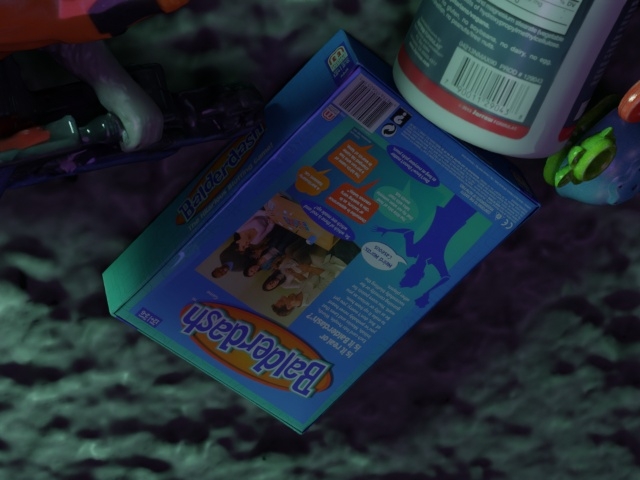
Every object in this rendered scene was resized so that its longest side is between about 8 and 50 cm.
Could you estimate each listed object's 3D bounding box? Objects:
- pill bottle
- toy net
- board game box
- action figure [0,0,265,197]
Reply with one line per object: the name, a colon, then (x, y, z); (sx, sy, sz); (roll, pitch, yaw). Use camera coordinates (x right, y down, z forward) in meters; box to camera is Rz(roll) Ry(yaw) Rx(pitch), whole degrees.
pill bottle: (0.120, -0.145, 1.044); (0.108, 0.108, 0.180); (14, 118, -22)
toy net: (0.219, -0.110, 1.112); (0.232, 0.045, 0.122); (-44, 154, 4)
board game box: (0.000, 0.000, 1.145); (0.160, 0.047, 0.210); (36, 108, -31)
action figure: (-0.141, -0.121, 0.954); (0.330, 0.178, 0.341); (-32, 169, 36)
